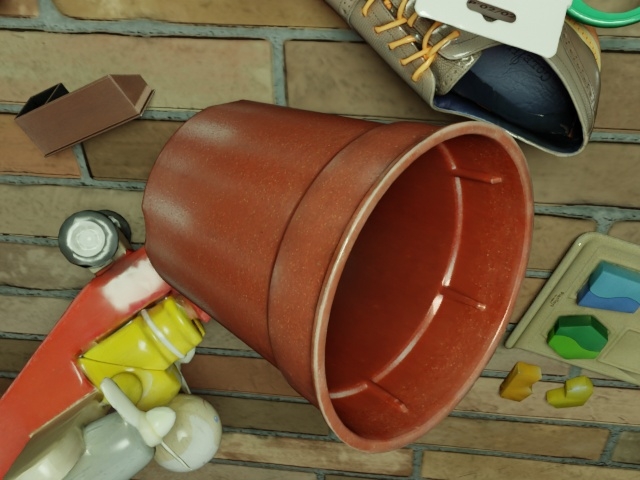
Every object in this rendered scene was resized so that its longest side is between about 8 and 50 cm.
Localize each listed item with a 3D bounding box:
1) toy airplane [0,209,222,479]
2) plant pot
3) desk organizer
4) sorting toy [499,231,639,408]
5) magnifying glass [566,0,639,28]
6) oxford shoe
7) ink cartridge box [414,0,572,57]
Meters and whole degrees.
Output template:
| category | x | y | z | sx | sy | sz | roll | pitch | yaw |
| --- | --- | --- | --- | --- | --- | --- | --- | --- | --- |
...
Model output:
| category | x | y | z | sx | sy | sz | roll | pitch | yaw |
| --- | --- | --- | --- | --- | --- | --- | --- | --- | --- |
| toy airplane | -0.242 | 0.182 | 0.882 | 0.272 | 0.386 | 0.384 | 35 | 132 | -8 |
| plant pot | 0.000 | 0.000 | 0.710 | 0.265 | 0.272 | 0.272 | 24 | 148 | 39 |
| desk organizer | -0.235 | -0.134 | 0.803 | 0.130 | 0.047 | 0.050 | -17 | 127 | 25 |
| sorting toy | 0.346 | 0.127 | 0.969 | 0.229 | 0.041 | 0.307 | 14 | 135 | -5 |
| magnifying glass | 0.290 | -0.225 | 0.611 | 0.231 | 0.026 | 0.092 | -13 | 90 | 12 |
| oxford shoe | 0.082 | -0.191 | 0.627 | 0.364 | 0.133 | 0.130 | 26 | 134 | -16 |
| ink cartridge box | 0.127 | -0.217 | 0.562 | 0.104 | 0.181 | 0.061 | 17 | 174 | -6 |
